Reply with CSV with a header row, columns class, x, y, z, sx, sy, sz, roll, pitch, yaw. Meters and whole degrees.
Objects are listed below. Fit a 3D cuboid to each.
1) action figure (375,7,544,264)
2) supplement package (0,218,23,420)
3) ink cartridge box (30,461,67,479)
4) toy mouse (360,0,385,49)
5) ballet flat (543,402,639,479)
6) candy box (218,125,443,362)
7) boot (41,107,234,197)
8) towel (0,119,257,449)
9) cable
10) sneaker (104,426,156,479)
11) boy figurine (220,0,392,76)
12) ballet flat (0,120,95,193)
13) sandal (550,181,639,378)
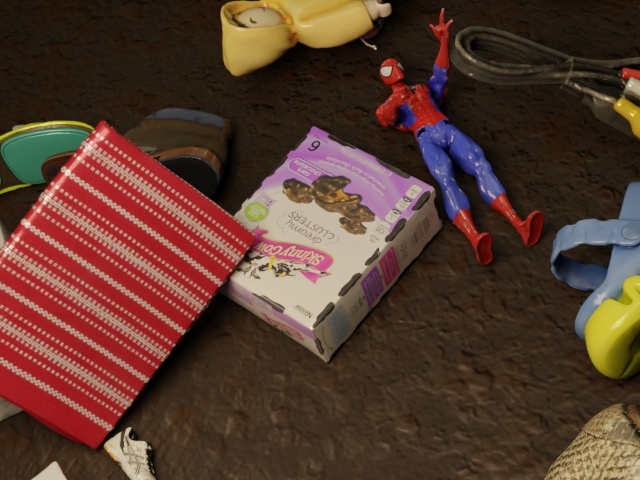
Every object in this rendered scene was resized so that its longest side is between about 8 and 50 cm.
class,x,y,z,sx,sy,sz,roll,pitch,yaw
action figure,0.129,-0.123,1.183,0.091,0.139,0.280,-21,50,-13
supplement package,-0.344,0.081,1.185,0.105,0.105,0.179,-25,53,-3
ink cartridge box,-0.260,0.367,0.985,0.239,0.060,0.275,-36,54,-8
toy mouse,0.036,-0.282,1.381,0.143,0.031,0.161,-43,56,-15
ballet flat,0.320,0.329,0.825,0.182,0.164,0.483,-46,48,8
candy box,0.000,0.000,1.170,0.165,0.070,0.196,30,68,30
boot,-0.202,-0.095,1.303,0.219,0.082,0.106,2,38,16
towel,-0.214,0.050,1.086,0.275,0.199,0.031,-52,27,1
cable,0.279,-0.173,1.160,0.287,0.072,0.139,26,56,-3
sneaker,-0.172,0.210,1.095,0.037,0.032,0.083,-40,56,-14
boy figurine,-0.003,-0.294,1.325,0.285,0.092,0.177,-33,57,-12
ballet flat,-0.369,-0.095,1.340,0.231,0.077,0.077,-24,37,1
sandal,0.337,-0.019,1.066,0.317,0.126,0.138,-35,50,-12
